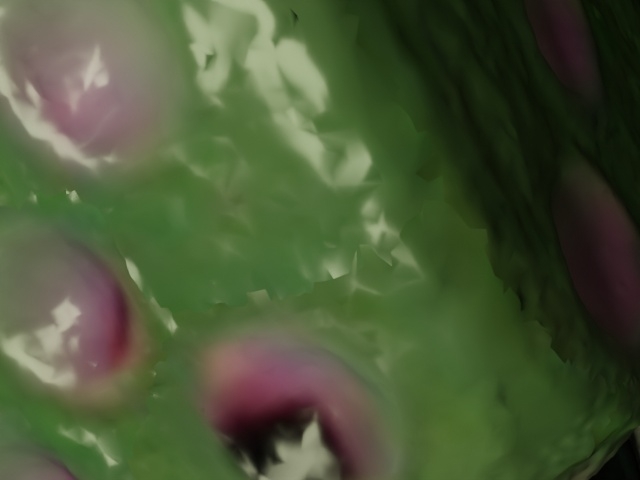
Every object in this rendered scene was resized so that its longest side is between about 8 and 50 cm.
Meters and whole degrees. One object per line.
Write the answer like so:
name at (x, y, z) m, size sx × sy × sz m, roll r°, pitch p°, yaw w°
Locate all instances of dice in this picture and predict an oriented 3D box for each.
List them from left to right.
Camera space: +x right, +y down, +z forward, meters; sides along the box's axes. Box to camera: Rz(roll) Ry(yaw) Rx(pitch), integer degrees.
dice at (-0.034, -0.043, 0.547) m, size 0.318 × 0.322 × 0.330 m, roll -23°, pitch 101°, yaw 32°

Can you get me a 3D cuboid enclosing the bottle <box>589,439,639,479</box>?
bottle at (0.017, 0.163, 0.740) m, size 0.336 × 0.144 × 0.144 m, roll -5°, pitch 104°, yaw 39°
